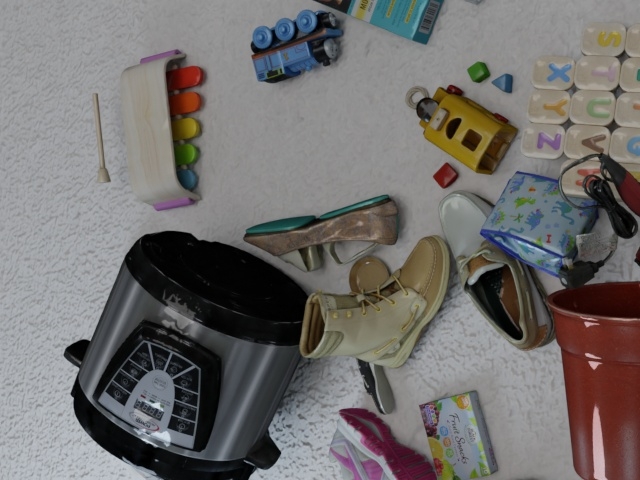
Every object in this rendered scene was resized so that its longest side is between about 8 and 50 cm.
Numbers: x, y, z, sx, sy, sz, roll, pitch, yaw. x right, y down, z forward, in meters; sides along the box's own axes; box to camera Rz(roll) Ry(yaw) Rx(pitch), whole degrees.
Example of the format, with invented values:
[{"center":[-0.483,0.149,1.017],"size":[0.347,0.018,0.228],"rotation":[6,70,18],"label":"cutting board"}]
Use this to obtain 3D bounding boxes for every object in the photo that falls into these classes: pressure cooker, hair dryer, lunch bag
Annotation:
[{"center":[-0.237,0.238,2.025],"size":[0.370,0.375,0.420],"rotation":[46,115,51],"label":"pressure cooker"},{"center":[0.494,-0.032,1.657],"size":[0.080,0.293,0.223],"rotation":[-115,16,-53],"label":"hair dryer"},{"center":[0.347,-0.031,1.783],"size":[0.151,0.096,0.129],"rotation":[26,70,22],"label":"lunch bag"}]

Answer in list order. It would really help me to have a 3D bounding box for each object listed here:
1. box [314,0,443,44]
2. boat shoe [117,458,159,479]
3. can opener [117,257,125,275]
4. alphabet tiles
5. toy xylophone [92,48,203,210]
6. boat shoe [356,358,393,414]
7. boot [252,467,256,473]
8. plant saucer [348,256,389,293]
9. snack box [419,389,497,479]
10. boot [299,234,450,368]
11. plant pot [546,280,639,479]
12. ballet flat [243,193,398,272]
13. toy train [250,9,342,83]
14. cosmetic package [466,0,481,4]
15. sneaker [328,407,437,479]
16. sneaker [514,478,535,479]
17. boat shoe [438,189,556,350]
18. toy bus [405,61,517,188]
[{"center":[0.094,-0.435,1.983],"size":[0.244,0.060,0.100],"rotation":[28,105,29],"label":"box"},{"center":[-0.389,0.422,2.294],"size":[0.184,0.066,0.063],"rotation":[41,97,27],"label":"boat shoe"},{"center":[-0.392,0.149,2.301],"size":[0.095,0.076,0.283],"rotation":[41,115,60],"label":"can opener"},{"center":[0.455,-0.201,1.735],"size":[0.278,0.021,0.284],"rotation":[7,81,21],"label":"alphabet tiles"},{"center":[-0.344,-0.220,2.246],"size":[0.236,0.081,0.322],"rotation":[1,91,32],"label":"toy xylophone"},{"center":[0.094,0.252,1.998],"size":[0.038,0.046,0.125],"rotation":[-26,74,29],"label":"boat shoe"},{"center":[-0.186,0.450,2.143],"size":[0.121,0.099,0.045],"rotation":[-39,72,26],"label":"boot"},{"center":[0.090,0.070,2.017],"size":[0.083,0.015,0.083],"rotation":[0,91,31],"label":"plant saucer"},{"center":[0.235,0.337,1.916],"size":[0.100,0.037,0.141],"rotation":[-20,80,29],"label":"snack box"},{"center":[0.089,0.098,1.891],"size":[0.262,0.203,0.095],"rotation":[-65,34,26],"label":"boot"},{"center":[0.473,0.214,1.651],"size":[0.272,0.272,0.265],"rotation":[3,100,32],"label":"plant pot"},{"center":[0.000,0.000,2.026],"size":[0.316,0.107,0.106],"rotation":[-12,98,32],"label":"ballet flat"},{"center":[-0.045,-0.357,2.064],"size":[0.184,0.080,0.105],"rotation":[-14,92,29],"label":"toy train"},{"center":[0.233,-0.524,1.894],"size":[0.099,0.060,0.239],"rotation":[-35,73,29],"label":"cosmetic package"},{"center":[0.107,0.406,1.960],"size":[0.252,0.103,0.111],"rotation":[43,118,41],"label":"sneaker"},{"center":[0.245,0.464,1.861],"size":[0.279,0.118,0.107],"rotation":[-32,74,31],"label":"sneaker"},{"center":[0.282,0.041,1.844],"size":[0.113,0.103,0.302],"rotation":[-42,69,25],"label":"boat shoe"},{"center":[0.223,-0.195,1.879],"size":[0.202,0.104,0.191],"rotation":[-15,82,31],"label":"toy bus"}]
